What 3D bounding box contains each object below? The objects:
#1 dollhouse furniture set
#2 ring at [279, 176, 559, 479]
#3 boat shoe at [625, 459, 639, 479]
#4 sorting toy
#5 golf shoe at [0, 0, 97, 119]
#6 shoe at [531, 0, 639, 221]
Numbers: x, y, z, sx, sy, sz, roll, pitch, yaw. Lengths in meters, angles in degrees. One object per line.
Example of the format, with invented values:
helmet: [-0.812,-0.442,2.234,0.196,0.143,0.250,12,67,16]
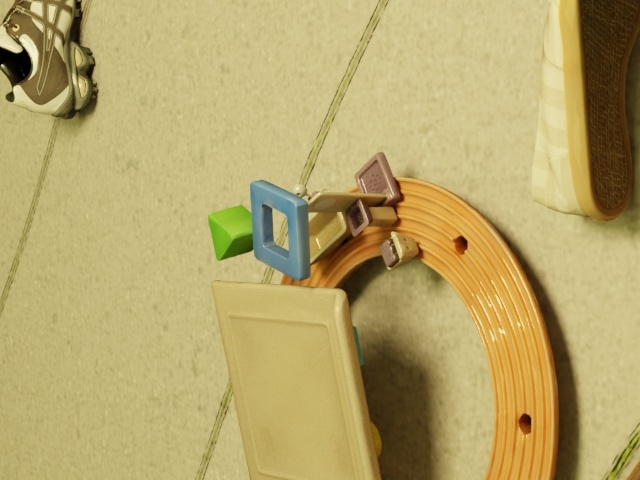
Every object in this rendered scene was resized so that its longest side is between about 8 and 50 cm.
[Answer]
dollhouse furniture set: [0.000,0.000,1.301,0.114,0.081,0.091,-43,58,44]
ring: [0.065,0.120,1.313,0.336,0.032,0.336,3,94,52]
boat shoe: [0.182,0.246,1.086,0.123,0.123,0.342,53,131,37]
sorting toy: [-0.008,0.120,1.331,0.196,0.047,0.347,4,107,57]
golf shoe: [-0.285,-0.214,1.710,0.077,0.094,0.198,-44,56,46]
shoe: [0.167,-0.122,1.132,0.058,0.076,0.219,8,99,47]
